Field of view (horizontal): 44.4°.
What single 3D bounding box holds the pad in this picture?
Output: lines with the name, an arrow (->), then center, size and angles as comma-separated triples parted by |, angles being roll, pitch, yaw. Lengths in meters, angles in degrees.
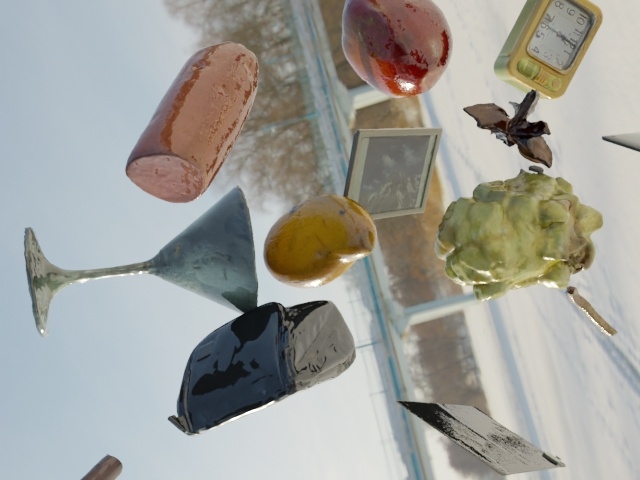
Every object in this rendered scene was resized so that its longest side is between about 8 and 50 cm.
pad -> 0.157, 0.185, 0.743 | 0.116, 0.004, 0.193 | 30, -174, 35

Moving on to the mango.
mango -> 0.003, 0.001, 1.575 | 0.120, 0.295, 0.176 | 6, -109, -49

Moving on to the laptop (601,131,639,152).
laptop -> 0.788, -0.201, 1.741 | 0.269, 0.188, 0.015 | 32, 124, 47

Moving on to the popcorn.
popcorn -> 0.341, -0.010, 1.360 | 0.286, 0.252, 0.215 | -22, -86, -36

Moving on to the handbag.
handbag -> -0.122, 0.223, 1.461 | 0.275, 0.302, 0.177 | -5, -110, -62

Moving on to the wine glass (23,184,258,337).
wine glass -> -0.332, 0.053, 1.482 | 0.267, 0.406, 0.266 | 171, 90, -75

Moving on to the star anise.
star anise -> 0.341, -0.214, 1.319 | 0.144, 0.141, 0.158 | -52, -52, -29

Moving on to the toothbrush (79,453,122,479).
toothbrush -> -0.353, 0.373, 0.987 | 0.364, 0.041, 0.040 | -42, -64, -69

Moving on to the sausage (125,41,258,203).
sausage -> -0.152, -0.165, 1.017 | 0.113, 0.114, 0.259 | 67, -148, -41

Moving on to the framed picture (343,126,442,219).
framed picture -> 0.154, -0.144, 1.693 | 0.281, 0.019, 0.208 | -11, -61, -43

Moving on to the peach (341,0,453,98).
peach -> 0.150, -0.397, 1.539 | 0.243, 0.199, 0.243 | 45, 180, 0

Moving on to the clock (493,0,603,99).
clock -> 0.452, -0.393, 1.558 | 0.202, 0.144, 0.096 | -64, 13, 4

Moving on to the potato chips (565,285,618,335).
potato chips -> 0.530, 0.138, 1.543 | 0.204, 0.026, 0.037 | 39, 174, -37
